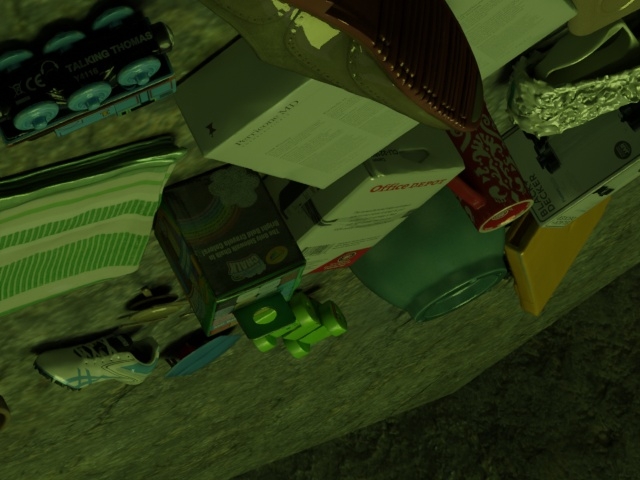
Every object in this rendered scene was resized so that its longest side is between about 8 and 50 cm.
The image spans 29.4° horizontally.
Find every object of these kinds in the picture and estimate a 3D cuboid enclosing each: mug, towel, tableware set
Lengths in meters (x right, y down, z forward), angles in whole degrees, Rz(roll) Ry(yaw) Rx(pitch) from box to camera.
[{"bbox_3d":[0.213,-0.099,1.762,0.150,0.169,0.113,-21,163,-23],"label":"mug"},{"bbox_3d":[-0.301,-0.006,1.458,0.248,0.038,0.325,-18,161,-27],"label":"towel"},{"bbox_3d":[-0.210,0.089,1.896,0.194,0.039,0.128,-8,167,-36],"label":"tableware set"}]

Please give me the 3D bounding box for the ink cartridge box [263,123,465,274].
[{"bbox_3d":[0.033,-0.066,1.672,0.197,0.114,0.273,-9,156,-46],"label":"ink cartridge box"}]

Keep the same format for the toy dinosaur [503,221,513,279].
[{"bbox_3d":[0.328,0.030,2.404,0.218,0.164,0.322,-16,-171,17],"label":"toy dinosaur"}]

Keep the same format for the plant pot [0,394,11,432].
[{"bbox_3d":[-0.555,0.241,1.671,0.237,0.109,0.237,-25,164,-8],"label":"plant pot"}]

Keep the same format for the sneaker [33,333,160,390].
[{"bbox_3d":[-0.347,0.181,1.902,0.237,0.085,0.086,4,119,-55],"label":"sneaker"}]

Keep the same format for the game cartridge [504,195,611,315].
[{"bbox_3d":[0.432,-0.037,2.203,0.285,0.053,0.323,-55,157,-12],"label":"game cartridge"}]

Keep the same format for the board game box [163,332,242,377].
[{"bbox_3d":[-0.219,0.197,2.219,0.133,0.033,0.169,-37,167,13],"label":"board game box"}]

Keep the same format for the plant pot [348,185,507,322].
[{"bbox_3d":[0.186,0.013,2.013,0.293,0.196,0.293,-25,164,-8],"label":"plant pot"}]

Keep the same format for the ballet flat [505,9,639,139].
[{"bbox_3d":[0.445,-0.271,1.692,0.409,0.147,0.147,-26,164,0],"label":"ballet flat"}]

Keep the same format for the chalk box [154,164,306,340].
[{"bbox_3d":[-0.108,0.029,1.559,0.132,0.213,0.132,-22,163,-19],"label":"chalk box"}]

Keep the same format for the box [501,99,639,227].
[{"bbox_3d":[0.436,-0.162,1.930,0.290,0.169,0.087,-36,162,30],"label":"box"}]

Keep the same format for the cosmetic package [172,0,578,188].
[{"bbox_3d":[0.067,-0.207,1.330,0.377,0.097,0.284,-34,164,19],"label":"cosmetic package"}]

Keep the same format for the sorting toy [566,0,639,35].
[{"bbox_3d":[0.402,-0.351,1.510,0.208,0.038,0.193,-23,154,0],"label":"sorting toy"}]

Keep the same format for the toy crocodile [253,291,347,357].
[{"bbox_3d":[-0.050,0.137,2.210,0.115,0.105,0.340,-32,159,16],"label":"toy crocodile"}]

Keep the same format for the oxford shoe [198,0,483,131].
[{"bbox_3d":[0.017,-0.198,1.123,0.130,0.123,0.348,-17,141,41],"label":"oxford shoe"}]

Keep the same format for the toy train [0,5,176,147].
[{"bbox_3d":[-0.217,-0.144,1.106,0.184,0.080,0.105,-25,169,-9],"label":"toy train"}]
